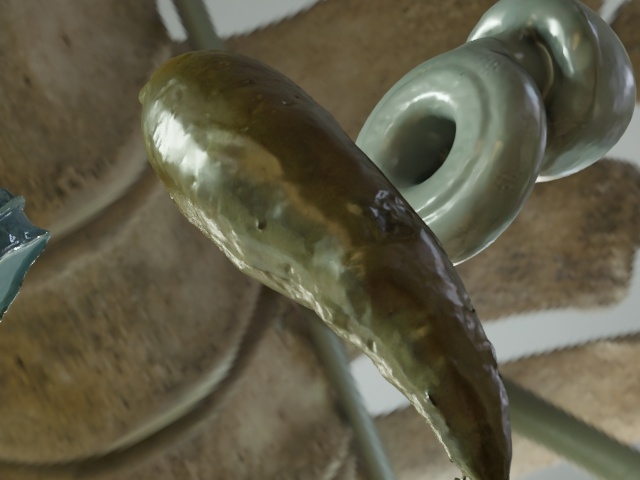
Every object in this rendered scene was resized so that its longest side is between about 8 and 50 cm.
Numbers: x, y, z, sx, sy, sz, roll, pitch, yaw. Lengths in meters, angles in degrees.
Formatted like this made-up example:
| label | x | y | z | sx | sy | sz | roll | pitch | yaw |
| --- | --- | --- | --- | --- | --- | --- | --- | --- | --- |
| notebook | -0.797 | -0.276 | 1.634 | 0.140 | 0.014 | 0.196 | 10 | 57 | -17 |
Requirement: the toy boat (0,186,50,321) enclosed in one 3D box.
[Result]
| label | x | y | z | sx | sy | sz | roll | pitch | yaw |
| --- | --- | --- | --- | --- | --- | --- | --- | --- | --- |
| toy boat | -0.336 | 0.036 | 1.457 | 0.238 | 0.098 | 0.109 | -51 | -17 | -36 |

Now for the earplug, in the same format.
| label | x | y | z | sx | sy | sz | roll | pitch | yaw |
| --- | --- | --- | --- | --- | --- | --- | --- | --- | --- |
| earplug | 0.159 | -0.097 | 1.499 | 0.325 | 0.214 | 0.175 | -42 | -60 | -29 |

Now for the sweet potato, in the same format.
| label | x | y | z | sx | sy | sz | roll | pitch | yaw |
| --- | --- | --- | --- | --- | --- | --- | --- | --- | --- |
| sweet potato | 0.003 | -0.002 | 1.119 | 0.130 | 0.422 | 0.130 | -31 | -32 | -22 |
